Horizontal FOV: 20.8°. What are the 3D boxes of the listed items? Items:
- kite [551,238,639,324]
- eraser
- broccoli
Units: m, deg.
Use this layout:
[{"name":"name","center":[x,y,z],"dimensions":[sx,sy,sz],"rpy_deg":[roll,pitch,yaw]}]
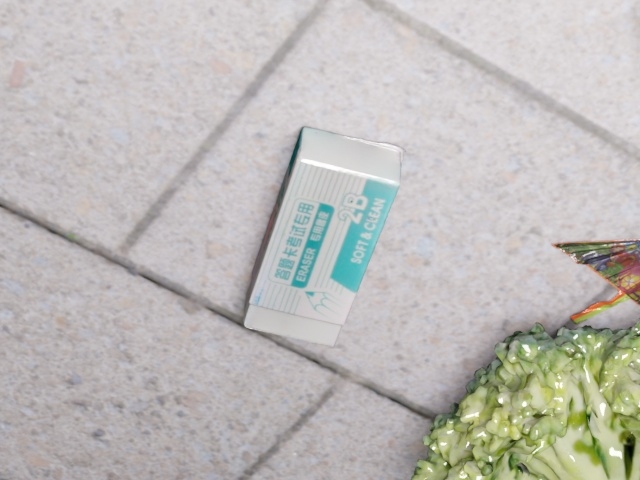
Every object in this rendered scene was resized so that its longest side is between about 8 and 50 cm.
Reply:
[{"name":"kite","center":[0.296,0.041,1.615],"dimensions":[0.190,0.010,0.159],"rpy_deg":[34,130,-22]},{"name":"eraser","center":[0.000,0.000,1.586],"dimensions":[0.095,0.052,0.225],"rpy_deg":[13,135,-7]},{"name":"broccoli","center":[0.279,0.207,1.608],"dimensions":[0.338,0.317,0.277],"rpy_deg":[-26,135,-11]}]
